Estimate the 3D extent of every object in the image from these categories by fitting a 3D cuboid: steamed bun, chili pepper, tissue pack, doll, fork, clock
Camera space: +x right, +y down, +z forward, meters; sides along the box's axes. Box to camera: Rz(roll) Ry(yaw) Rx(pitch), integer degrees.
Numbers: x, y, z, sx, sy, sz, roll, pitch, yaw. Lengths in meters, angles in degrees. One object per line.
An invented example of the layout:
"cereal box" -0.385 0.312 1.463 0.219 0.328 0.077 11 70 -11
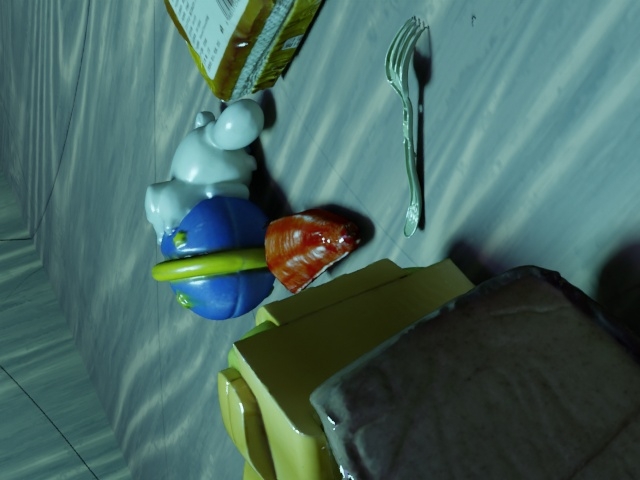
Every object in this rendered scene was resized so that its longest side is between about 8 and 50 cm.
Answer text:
"steamed bun" 0.152 0.189 0.910 0.301 0.251 0.199 55 167 22
"chili pepper" -0.001 0.004 1.365 0.169 0.065 0.088 -19 91 65
"tissue pack" -0.087 -0.267 1.296 0.183 0.092 0.226 65 159 13
"doll" -0.149 -0.026 1.555 0.311 0.159 0.242 2 112 71
"fork" 0.074 -0.093 1.143 0.034 0.028 0.219 43 145 43
"clock" 0.049 0.192 1.151 0.200 0.244 0.317 -130 28 -51
